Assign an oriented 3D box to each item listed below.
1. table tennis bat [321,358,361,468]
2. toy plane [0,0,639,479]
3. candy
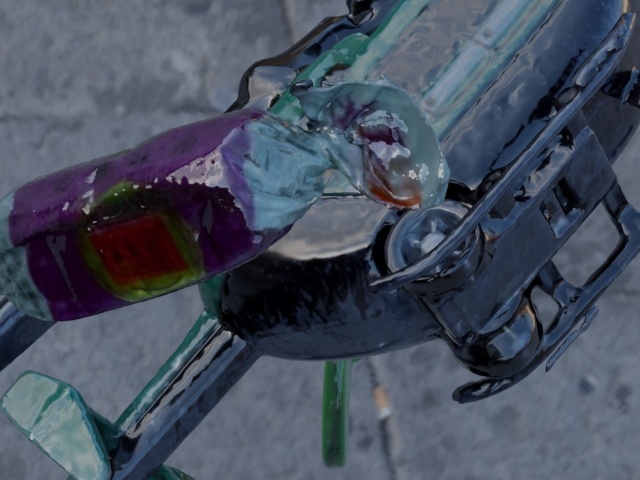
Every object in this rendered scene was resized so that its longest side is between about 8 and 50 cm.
[{"bbox_3d":[0.017,0.077,1.264,0.039,0.257,0.160,4,92,5],"label":"table tennis bat"},{"bbox_3d":[0.000,0.000,0.623,0.381,0.106,0.155,-49,53,-5],"label":"toy plane"},{"bbox_3d":[-0.047,-0.007,0.504,0.045,0.175,0.043,62,31,-19],"label":"candy"}]
